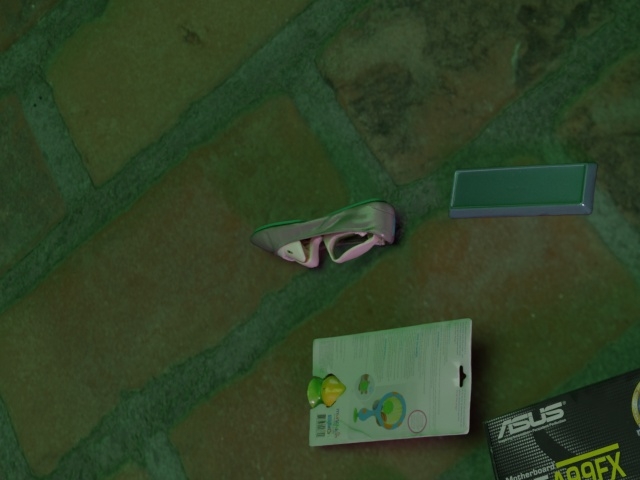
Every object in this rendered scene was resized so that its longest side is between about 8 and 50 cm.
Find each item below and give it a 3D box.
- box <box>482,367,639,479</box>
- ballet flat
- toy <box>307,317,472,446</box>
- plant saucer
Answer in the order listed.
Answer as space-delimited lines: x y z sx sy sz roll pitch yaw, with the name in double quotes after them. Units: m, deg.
0.326 0.261 1.601 0.270 0.060 0.216 -22 61 24 "box"
0.000 0.000 1.912 0.213 0.072 0.068 -14 70 28 "ballet flat"
0.092 0.177 1.789 0.237 0.056 0.137 -9 70 35 "toy"
0.244 -0.064 1.814 0.192 0.018 0.067 -2 70 33 "plant saucer"
